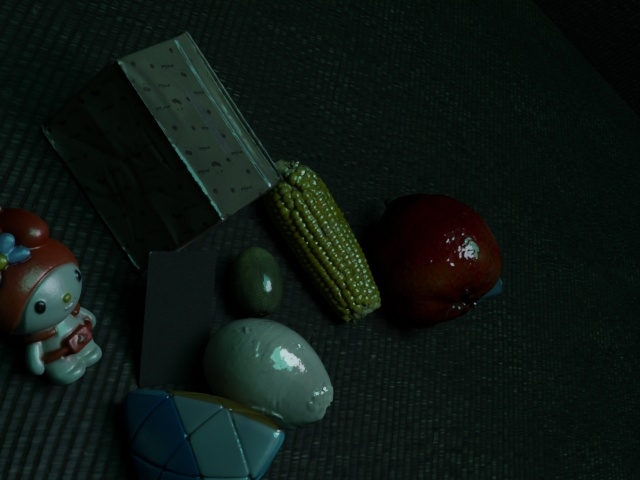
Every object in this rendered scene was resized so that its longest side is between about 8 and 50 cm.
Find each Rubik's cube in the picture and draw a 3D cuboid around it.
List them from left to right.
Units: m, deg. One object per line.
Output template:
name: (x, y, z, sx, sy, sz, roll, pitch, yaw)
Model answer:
Rubik's cube: (-0.145, 0.335, 1.351, 0.254, 0.254, 0.255, 28, 48, -36)

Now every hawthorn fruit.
hawthorn fruit: (0.230, 0.019, 1.979, 0.265, 0.265, 0.307, 13, 36, -45)

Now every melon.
melon: (-0.112, 0.073, 1.654, 0.098, 0.098, 0.131, 22, 47, -40)

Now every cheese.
cheese: (-0.091, 0.206, 1.509, 0.189, 0.198, 0.155, 29, 77, -33)

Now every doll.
doll: (-0.404, 0.061, 1.291, 0.161, 0.129, 0.290, -47, 119, -46)

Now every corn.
corn: (0.000, 0.000, 1.813, 0.347, 0.130, 0.130, 61, 37, -7)

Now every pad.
pad: (-0.224, 0.122, 1.483, 0.142, 0.003, 0.212, 1, 96, -49)

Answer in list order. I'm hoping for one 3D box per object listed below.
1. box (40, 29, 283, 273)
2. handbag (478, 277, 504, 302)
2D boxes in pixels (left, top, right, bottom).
box: (-0.256, -0.141, 1.516, 0.297, 0.225, 0.190, 57, 36, -4)
handbag: (0.334, 0.064, 2.213, 0.229, 0.062, 0.179, -7, 72, -51)
